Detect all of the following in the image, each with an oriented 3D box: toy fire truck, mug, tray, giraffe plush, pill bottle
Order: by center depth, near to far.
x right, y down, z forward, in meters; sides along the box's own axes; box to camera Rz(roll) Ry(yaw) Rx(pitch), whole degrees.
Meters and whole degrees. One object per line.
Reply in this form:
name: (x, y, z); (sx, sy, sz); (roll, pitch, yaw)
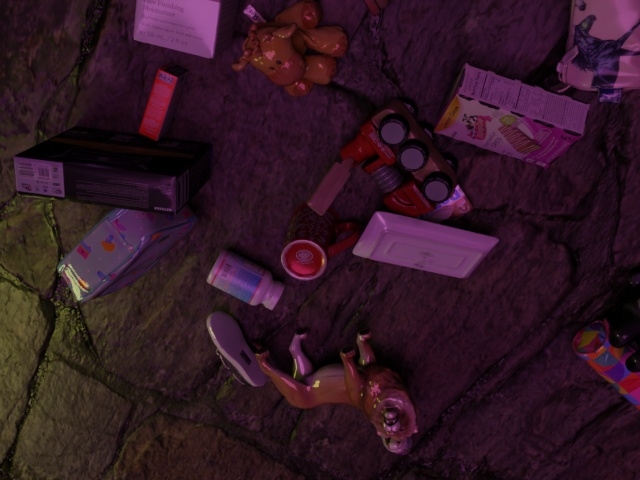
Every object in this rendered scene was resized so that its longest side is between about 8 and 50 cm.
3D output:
giraffe plush: (-0.068, -0.347, 1.218); (0.210, 0.170, 0.181); (27, 117, -5)
toy fire truck: (0.116, -0.124, 1.325); (0.246, 0.158, 0.217); (-30, 109, 32)
tray: (0.214, 0.021, 1.374); (0.271, 0.030, 0.145); (12, 141, -13)
mug: (-0.007, -0.006, 1.375); (0.150, 0.169, 0.113); (-31, 107, 21)
pill bottle: (-0.164, 0.090, 1.491); (0.160, 0.087, 0.087); (28, 116, -5)

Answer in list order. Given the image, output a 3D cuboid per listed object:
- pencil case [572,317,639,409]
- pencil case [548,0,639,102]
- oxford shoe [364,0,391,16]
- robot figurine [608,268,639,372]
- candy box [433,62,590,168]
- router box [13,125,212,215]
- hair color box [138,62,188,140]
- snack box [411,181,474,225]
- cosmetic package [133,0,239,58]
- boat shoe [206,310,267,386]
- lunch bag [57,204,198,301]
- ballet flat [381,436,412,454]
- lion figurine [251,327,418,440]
pencil case: (0.656, 0.272, 1.454); (0.236, 0.104, 0.104); (40, 114, -14)
pencil case: (0.481, -0.441, 1.098); (0.184, 0.160, 0.410); (-12, 115, -8)
oxford shoe: (0.084, -0.560, 1.124); (0.130, 0.123, 0.348); (-13, 114, 8)
robot figurine: (0.721, 0.159, 1.332); (0.278, 0.173, 0.209); (-30, 107, 4)
candy box: (0.342, -0.222, 1.226); (0.234, 0.159, 0.071); (19, 74, 0)
router box: (-0.394, -0.144, 1.323); (0.309, 0.243, 0.081); (8, 113, 5)
hair color box: (-0.314, -0.278, 1.344); (0.043, 0.072, 0.141); (25, 116, -4)
snack box: (0.227, -0.049, 1.402); (0.178, 0.022, 0.064); (-32, 106, 21)
cosmetic package: (-0.232, -0.445, 1.205); (0.151, 0.151, 0.183); (13, 117, 1)
boat shoe: (-0.212, 0.263, 1.586); (0.070, 0.078, 0.219); (-15, 114, 39)
lunch bag: (-0.402, 0.009, 1.412); (0.279, 0.224, 0.108); (-38, 88, 26)
ballet flat: (0.177, 0.450, 1.619); (0.077, 0.079, 0.221); (-7, 115, 8)
lion figurine: (0.030, 0.331, 1.543); (0.392, 0.142, 0.240); (0, 117, 33)
